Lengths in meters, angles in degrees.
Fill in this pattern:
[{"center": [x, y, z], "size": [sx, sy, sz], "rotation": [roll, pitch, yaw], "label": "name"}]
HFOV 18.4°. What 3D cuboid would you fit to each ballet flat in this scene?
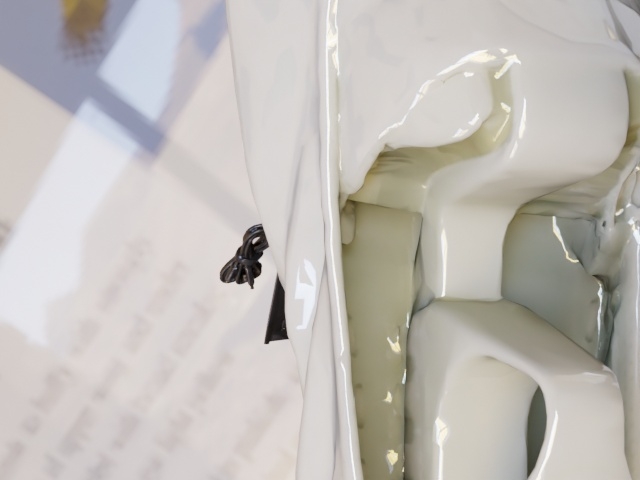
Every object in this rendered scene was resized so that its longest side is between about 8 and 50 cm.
[{"center": [0.051, 0.013, 0.567], "size": [0.139, 0.139, 0.400], "rotation": [117, 152, -85], "label": "ballet flat"}]

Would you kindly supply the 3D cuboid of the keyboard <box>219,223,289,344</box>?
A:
[{"center": [0.000, 0.000, 1.067], "size": [0.180, 0.108, 0.023], "rotation": [102, 158, -54], "label": "keyboard"}]
